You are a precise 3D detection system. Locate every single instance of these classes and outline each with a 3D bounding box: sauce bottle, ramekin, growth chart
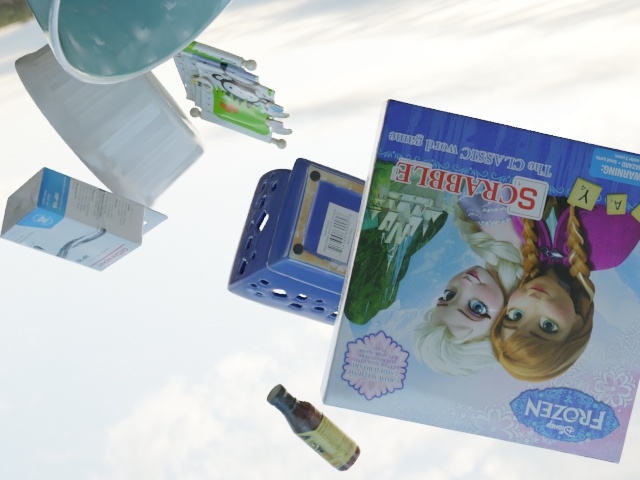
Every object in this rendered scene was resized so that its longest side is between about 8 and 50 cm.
[{"bbox_3d":[-0.009,0.214,1.052,0.042,0.128,0.042,-44,-166,14],"label":"sauce bottle"},{"bbox_3d":[-0.285,-0.184,1.292,0.135,0.277,0.277,-38,-160,1],"label":"ramekin"},{"bbox_3d":[-0.124,-0.197,1.213,0.171,0.237,0.021,18,-108,13],"label":"growth chart"}]

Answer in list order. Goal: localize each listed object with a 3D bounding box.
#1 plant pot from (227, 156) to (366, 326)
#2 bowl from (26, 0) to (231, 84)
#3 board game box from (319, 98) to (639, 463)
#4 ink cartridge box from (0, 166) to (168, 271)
[{"bbox_3d":[0.000,0.000,1.569,0.212,0.235,0.236,-29,-136,65],"label":"plant pot"},{"bbox_3d":[-0.189,-0.323,0.883,0.311,0.163,0.311,-45,169,-12],"label":"bowl"},{"bbox_3d":[0.186,0.043,0.943,0.318,0.318,0.066,11,-175,-3],"label":"board game box"},{"bbox_3d":[-0.294,-0.017,1.149,0.104,0.180,0.060,-28,-129,41],"label":"ink cartridge box"}]
